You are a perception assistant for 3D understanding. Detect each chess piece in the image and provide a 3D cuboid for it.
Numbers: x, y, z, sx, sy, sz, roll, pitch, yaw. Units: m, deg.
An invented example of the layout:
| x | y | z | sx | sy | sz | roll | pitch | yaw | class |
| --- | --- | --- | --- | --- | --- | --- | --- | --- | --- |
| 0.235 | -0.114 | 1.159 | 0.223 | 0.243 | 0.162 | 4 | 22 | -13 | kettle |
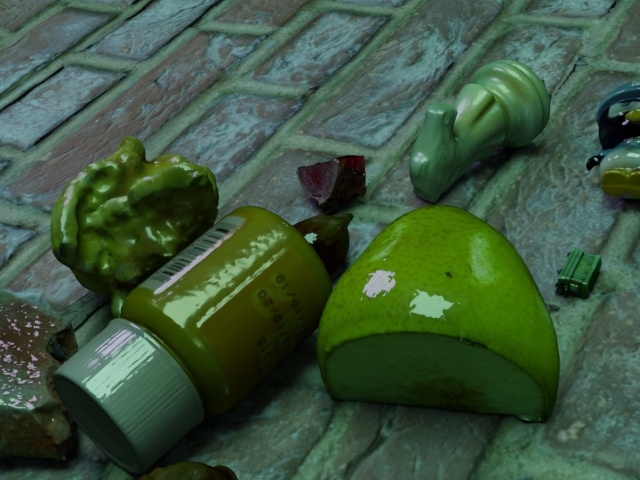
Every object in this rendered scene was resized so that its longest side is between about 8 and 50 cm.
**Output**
| x | y | z | sx | sy | sz | roll | pitch | yaw | class |
| --- | --- | --- | --- | --- | --- | --- | --- | --- | --- |
| 0.270 | -0.203 | 1.883 | 0.298 | 0.176 | 0.175 | -35 | 43 | -29 | chess piece |

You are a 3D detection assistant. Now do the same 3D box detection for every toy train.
| x | y | z | sx | sy | sz | roll | pitch | yaw | class |
| --- | --- | --- | --- | --- | --- | --- | --- | --- | --- |
| 0.409 | 0.053 | 1.628 | 0.056 | 0.038 | 0.093 | 17 | 44 | 22 | toy train |

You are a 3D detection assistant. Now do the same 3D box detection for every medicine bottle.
| x | y | z | sx | sy | sz | roll | pitch | yaw | class |
| --- | --- | --- | --- | --- | --- | --- | --- | --- | --- |
| -0.179 | 0.140 | 1.486 | 0.224 | 0.224 | 0.384 | 24 | 53 | 37 | medicine bottle |

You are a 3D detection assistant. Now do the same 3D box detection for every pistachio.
| x | y | z | sx | sy | sz | roll | pitch | yaw | class |
| --- | --- | --- | --- | --- | --- | --- | --- | --- | --- |
| -0.189 | 0.348 | 1.299 | 0.165 | 0.131 | 0.210 | 16 | 35 | 35 | pistachio |

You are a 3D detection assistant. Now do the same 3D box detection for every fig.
| x | y | z | sx | sy | sz | roll | pitch | yaw | class |
| --- | --- | --- | --- | --- | --- | --- | --- | --- | --- |
| 0.000 | 0.000 | 1.738 | 0.109 | 0.103 | 0.155 | 32 | 58 | 14 | fig |

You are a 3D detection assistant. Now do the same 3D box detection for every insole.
| x | y | z | sx | sy | sz | roll | pitch | yaw | class |
| --- | --- | --- | --- | --- | --- | --- | --- | --- | --- |
| -0.416 | 0.123 | 1.749 | 0.065 | 0.006 | 0.193 | 20 | 46 | 35 | insole |

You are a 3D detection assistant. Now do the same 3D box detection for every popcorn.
| x | y | z | sx | sy | sz | roll | pitch | yaw | class |
| --- | --- | --- | --- | --- | --- | --- | --- | --- | --- |
| -0.309 | -0.027 | 1.654 | 0.325 | 0.321 | 0.290 | -11 | 37 | -43 | popcorn |

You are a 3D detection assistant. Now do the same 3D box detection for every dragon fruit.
| x | y | z | sx | sy | sz | roll | pitch | yaw | class |
| --- | --- | --- | --- | --- | --- | --- | --- | --- | --- |
| 0.030 | -0.103 | 1.890 | 0.102 | 0.096 | 0.147 | -16 | 5 | -25 | dragon fruit |

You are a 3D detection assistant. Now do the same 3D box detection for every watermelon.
| x | y | z | sx | sy | sz | roll | pitch | yaw | class |
| --- | --- | --- | --- | --- | --- | --- | --- | --- | --- |
| -0.496 | 0.197 | 1.538 | 0.301 | 0.151 | 0.264 | -1 | 29 | 7 | watermelon |

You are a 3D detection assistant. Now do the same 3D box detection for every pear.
| x | y | z | sx | sy | sz | roll | pitch | yaw | class |
| --- | --- | --- | --- | --- | --- | --- | --- | --- | --- |
| 0.179 | 0.078 | 1.487 | 0.342 | 0.239 | 0.318 | 3 | 47 | 16 | pear |

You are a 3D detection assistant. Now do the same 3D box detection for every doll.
| x | y | z | sx | sy | sz | roll | pitch | yaw | class |
| --- | --- | --- | --- | --- | --- | --- | --- | --- | --- |
| 0.575 | -0.194 | 1.832 | 0.177 | 0.141 | 0.314 | 4 | 42 | 24 | doll |
